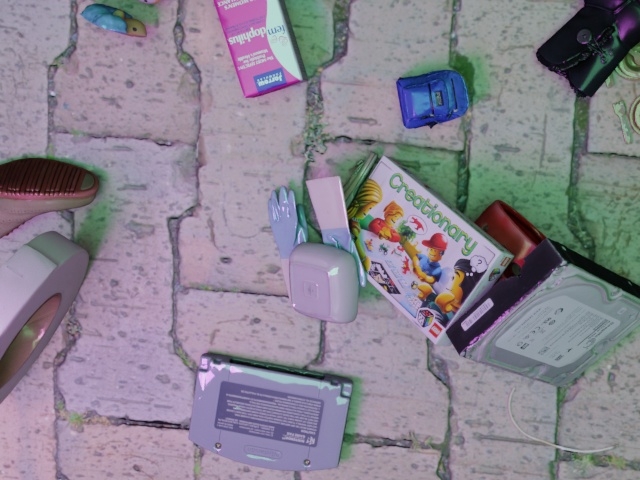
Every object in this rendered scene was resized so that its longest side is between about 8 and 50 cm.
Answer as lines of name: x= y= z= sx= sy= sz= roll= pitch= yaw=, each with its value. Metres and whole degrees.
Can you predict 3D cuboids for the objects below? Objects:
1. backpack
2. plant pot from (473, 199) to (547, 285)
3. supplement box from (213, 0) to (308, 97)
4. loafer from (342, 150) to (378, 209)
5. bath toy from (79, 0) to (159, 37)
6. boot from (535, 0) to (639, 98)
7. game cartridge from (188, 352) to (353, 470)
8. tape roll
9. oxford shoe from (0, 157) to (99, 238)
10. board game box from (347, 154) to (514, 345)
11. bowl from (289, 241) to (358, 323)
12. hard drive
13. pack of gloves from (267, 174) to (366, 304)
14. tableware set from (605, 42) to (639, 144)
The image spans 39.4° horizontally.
backpack: x=0.202 y=-0.248 z=1.576 sx=0.120 sy=0.101 sz=0.098 roll=-10 pitch=105 yaw=3
plant pot: x=0.322 y=0.052 z=1.572 sx=0.191 sy=0.191 sz=0.174 roll=40 pitch=108 yaw=-2
supplement box: x=-0.108 y=-0.371 z=1.575 sx=0.111 sy=0.114 sz=0.220 roll=-17 pitch=99 yaw=6
loafer: x=0.060 y=-0.112 z=1.638 sx=0.039 sy=0.045 sz=0.125 roll=31 pitch=103 yaw=6
bath toy: x=-0.329 y=-0.537 z=1.556 sx=0.151 sy=0.129 sz=0.348 roll=13 pitch=99 yaw=6
boot: x=0.443 y=-0.391 z=1.530 sx=0.207 sy=0.094 sz=0.246 roll=-44 pitch=73 yaw=24
game cartridge: x=-0.099 y=0.337 z=1.718 sx=0.297 sy=0.062 sz=0.198 roll=11 pitch=104 yaw=3
tape roll: x=-0.541 y=0.159 z=1.556 sx=0.072 sy=0.392 sz=0.392 roll=33 pitch=100 yaw=-1
oxford shoe: x=-0.582 y=-0.071 z=1.679 sx=0.348 sy=0.123 sz=0.130 roll=-1 pitch=125 yaw=4
board game box: x=0.165 y=0.013 z=1.550 sx=0.305 sy=0.053 sz=0.193 roll=44 pitch=108 yaw=35
bowl: x=-0.002 y=0.080 z=1.599 sx=0.142 sy=0.053 sz=0.142 roll=12 pitch=112 yaw=37
hard drive: x=0.399 y=0.136 z=1.513 sx=0.237 sy=0.339 sz=0.064 roll=-46 pitch=49 yaw=21
pack of gloves: x=0.000 y=0.000 z=1.634 sx=0.195 sy=0.046 sz=0.232 roll=-6 pitch=102 yaw=41
tableware set: x=0.576 y=-0.273 z=1.570 sx=0.128 sy=0.039 sz=0.194 roll=-19 pitch=97 yaw=8
